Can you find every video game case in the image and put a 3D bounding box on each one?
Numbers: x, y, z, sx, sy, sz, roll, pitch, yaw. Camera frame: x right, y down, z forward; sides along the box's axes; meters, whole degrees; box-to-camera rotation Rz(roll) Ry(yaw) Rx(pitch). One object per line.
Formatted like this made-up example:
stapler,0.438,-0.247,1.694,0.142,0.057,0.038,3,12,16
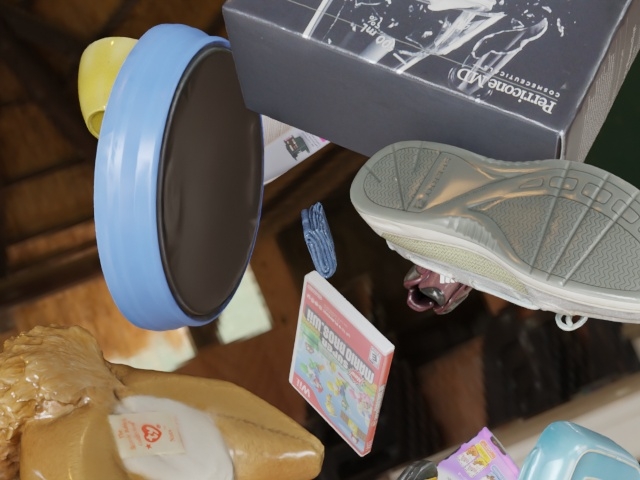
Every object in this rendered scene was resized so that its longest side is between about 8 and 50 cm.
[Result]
video game case,0.031,0.210,2.348,0.025,0.204,0.285,-28,-34,-30

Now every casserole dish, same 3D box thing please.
casserole dish,0.231,0.225,1.226,0.037,0.114,0.188,16,-6,40

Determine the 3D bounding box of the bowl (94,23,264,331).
bowl,-0.165,-0.078,1.775,0.077,0.391,0.391,5,-1,17

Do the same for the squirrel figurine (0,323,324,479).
squirrel figurine,-0.259,0.304,1.500,0.281,0.397,0.370,-43,-17,-51

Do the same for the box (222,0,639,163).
box,0.135,-0.234,1.351,0.312,0.343,0.179,-61,-17,-21

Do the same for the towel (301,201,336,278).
towel,0.000,0.000,1.705,0.029,0.067,0.119,-19,17,2

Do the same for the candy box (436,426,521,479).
candy box,0.211,0.390,1.975,0.196,0.165,0.070,-38,-45,2

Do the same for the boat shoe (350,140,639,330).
boat shoe,0.169,0.001,1.175,0.118,0.320,0.103,-56,-40,-22

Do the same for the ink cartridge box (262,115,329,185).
ink cartridge box,-0.077,-0.160,2.217,0.311,0.065,0.186,-31,23,16

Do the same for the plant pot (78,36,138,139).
plant pot,-0.253,-0.178,1.777,0.134,0.095,0.134,8,-38,6

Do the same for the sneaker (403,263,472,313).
sneaker,0.193,0.008,1.651,0.162,0.106,0.281,-45,-4,-42

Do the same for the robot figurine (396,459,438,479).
robot figurine,0.088,0.340,1.216,0.085,0.211,0.291,1,46,30
